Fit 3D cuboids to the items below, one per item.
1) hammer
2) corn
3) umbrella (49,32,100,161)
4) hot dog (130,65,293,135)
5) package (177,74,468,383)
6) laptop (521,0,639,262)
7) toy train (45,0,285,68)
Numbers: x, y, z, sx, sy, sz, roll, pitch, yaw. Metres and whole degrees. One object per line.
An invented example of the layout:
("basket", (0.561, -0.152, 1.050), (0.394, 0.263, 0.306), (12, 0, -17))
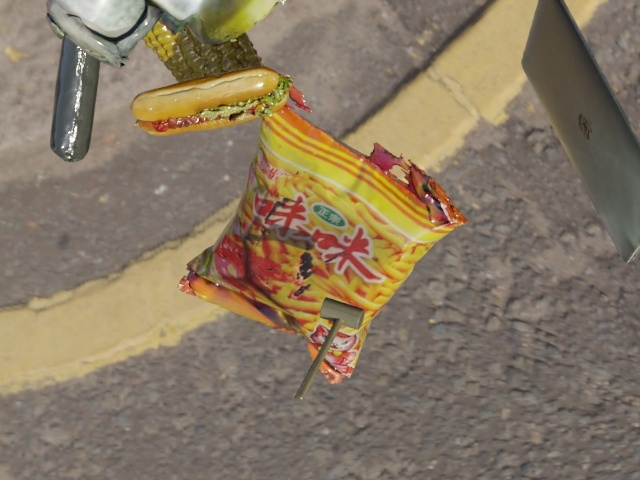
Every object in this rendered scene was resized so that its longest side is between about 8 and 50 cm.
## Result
("hammer", (0.002, 0.092, 0.932), (0.036, 0.019, 0.110), (18, 47, 13))
("corn", (-0.182, -0.297, 1.348), (0.120, 0.120, 0.363), (-34, 104, 16))
("umbrella", (-0.177, -0.123, 0.822), (0.036, 0.031, 0.133), (23, 110, 33))
("hot dog", (-0.053, -0.067, 0.566), (0.083, 0.037, 0.021), (-12, 65, 12))
("package", (-0.005, -0.004, 1.117), (0.223, 0.108, 0.288), (33, 125, 1))
("laptop", (0.281, -0.122, 1.180), (0.015, 0.187, 0.269), (-21, 71, -5))
("toy train", (-0.046, -0.204, 0.490), (0.261, 0.134, 0.177), (-53, 31, 8))
